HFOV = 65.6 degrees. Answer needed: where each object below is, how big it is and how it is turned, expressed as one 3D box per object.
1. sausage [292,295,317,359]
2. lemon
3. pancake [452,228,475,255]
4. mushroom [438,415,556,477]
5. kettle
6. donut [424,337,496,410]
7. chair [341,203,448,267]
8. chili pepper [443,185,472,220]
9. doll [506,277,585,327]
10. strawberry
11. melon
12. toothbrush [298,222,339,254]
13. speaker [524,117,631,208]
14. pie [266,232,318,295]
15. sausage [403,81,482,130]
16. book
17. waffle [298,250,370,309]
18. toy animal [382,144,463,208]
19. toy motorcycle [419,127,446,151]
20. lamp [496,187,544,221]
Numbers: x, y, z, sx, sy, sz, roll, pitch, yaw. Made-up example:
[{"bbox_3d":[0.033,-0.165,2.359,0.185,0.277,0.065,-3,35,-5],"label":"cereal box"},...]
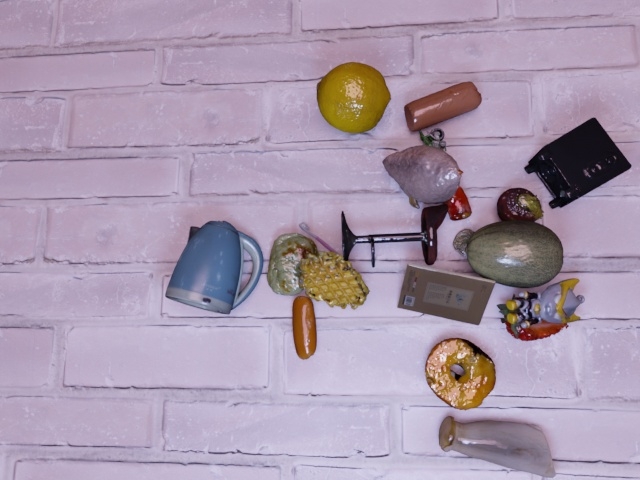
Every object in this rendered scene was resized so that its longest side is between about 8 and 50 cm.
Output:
[{"bbox_3d":[-0.060,0.328,1.871,0.098,0.098,0.238,-4,78,5],"label":"sausage"},{"bbox_3d":[0.128,-0.552,1.927,0.293,0.293,0.293,-1,80,6],"label":"lemon"},{"bbox_3d":[0.559,0.008,1.904,0.108,0.017,0.108,-2,78,9],"label":"pancake"},{"bbox_3d":[0.616,0.698,1.716,0.407,0.137,0.154,13,94,2],"label":"mushroom"},{"bbox_3d":[-0.382,0.098,1.898,0.320,0.247,0.342,22,73,-22],"label":"kettle"},{"bbox_3d":[0.494,0.473,1.776,0.254,0.118,0.253,-2,77,7],"label":"donut"},{"bbox_3d":[0.280,-0.013,1.833,0.401,0.226,0.226,-4,79,5],"label":"chair"},{"bbox_3d":[0.511,-0.171,1.911,0.086,0.084,0.192,-13,79,-30],"label":"chili pepper"},{"bbox_3d":[0.789,0.220,1.721,0.316,0.103,0.145,-7,72,-14],"label":"doll"},{"bbox_3d":[0.765,0.280,1.799,0.228,0.098,0.174,-5,63,-16],"label":"strawberry"},{"bbox_3d":[0.689,0.046,1.767,0.329,0.248,0.248,7,80,9],"label":"melon"},{"bbox_3d":[0.000,0.000,1.888,0.025,0.020,0.286,-41,45,-9],"label":"toothbrush"},{"bbox_3d":[0.938,-0.280,1.835,0.254,0.184,0.232,-29,78,-2],"label":"speaker"},{"bbox_3d":[-0.105,0.093,1.920,0.201,0.090,0.248,8,84,4],"label":"pie"},{"bbox_3d":[0.483,-0.532,1.960,0.304,0.121,0.121,-21,78,0],"label":"sausage"},{"bbox_3d":[0.450,0.197,1.805,0.310,0.217,0.021,12,37,8],"label":"book"},{"bbox_3d":[0.048,0.151,1.811,0.281,0.262,0.060,21,45,1],"label":"waffle"},{"bbox_3d":[0.398,-0.240,1.832,0.188,0.358,0.226,-45,118,-11],"label":"toy animal"},{"bbox_3d":[0.445,-0.351,1.960,0.106,0.074,0.190,-7,79,13],"label":"toy motorcycle"},{"bbox_3d":[0.742,-0.127,1.850,0.157,0.135,0.156,-29,76,0],"label":"lamp"}]
